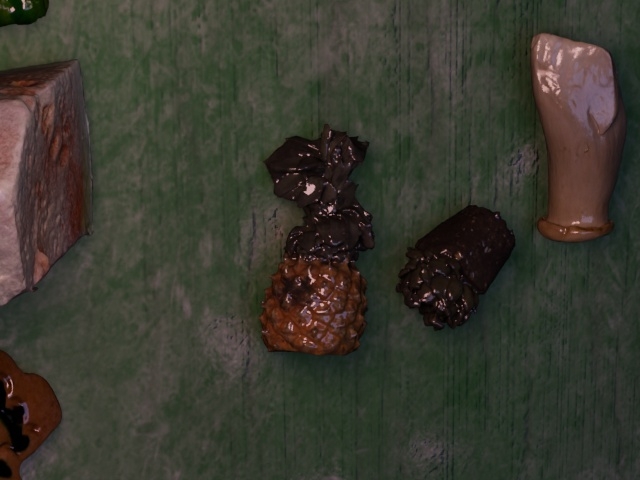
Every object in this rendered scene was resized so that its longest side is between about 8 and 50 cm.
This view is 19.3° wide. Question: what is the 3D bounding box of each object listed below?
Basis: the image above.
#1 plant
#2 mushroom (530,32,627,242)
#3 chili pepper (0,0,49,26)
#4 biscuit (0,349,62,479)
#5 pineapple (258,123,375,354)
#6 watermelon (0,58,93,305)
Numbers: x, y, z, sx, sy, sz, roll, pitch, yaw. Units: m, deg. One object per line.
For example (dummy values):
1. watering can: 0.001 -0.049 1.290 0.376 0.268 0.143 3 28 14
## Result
1. plant: 0.141 0.028 2.007 0.143 0.092 0.094 -49 131 -18
2. mushroom: 0.283 -0.115 2.043 0.108 0.096 0.247 -34 127 -47
3. chili pepper: -0.300 -0.301 1.645 0.099 0.083 0.253 -31 124 -17
4. biscuit: -0.349 0.209 1.726 0.278 0.043 0.302 17 71 -47
5. pineapple: 0.000 0.000 1.909 0.119 0.111 0.237 -3 100 -63
6. watermelon: -0.315 -0.030 1.604 0.387 0.258 0.228 -24 104 -37
